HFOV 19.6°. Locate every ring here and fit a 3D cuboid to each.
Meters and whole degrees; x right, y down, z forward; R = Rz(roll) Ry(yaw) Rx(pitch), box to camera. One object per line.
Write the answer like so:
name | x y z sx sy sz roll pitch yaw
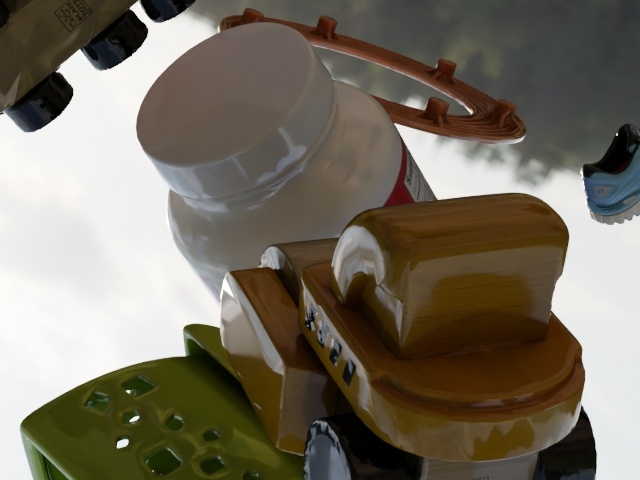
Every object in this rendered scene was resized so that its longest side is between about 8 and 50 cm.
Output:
ring | 0.057 -0.176 1.907 0.337 0.032 0.336 19 -164 -6

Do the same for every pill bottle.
pill bottle | 0.000 0.000 1.726 0.229 0.229 0.407 40 168 48

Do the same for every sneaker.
sneaker | 0.312 -0.083 1.730 0.073 0.162 0.063 61 167 -26

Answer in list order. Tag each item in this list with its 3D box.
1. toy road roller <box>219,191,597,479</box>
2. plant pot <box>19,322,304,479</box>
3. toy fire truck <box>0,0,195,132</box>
toy road roller | 0.070 0.051 1.361 0.203 0.240 0.329 -6 -148 -21
plant pot | -0.101 0.221 1.610 0.227 0.207 0.228 40 154 28
toy fire truck | -0.247 -0.235 1.565 0.158 0.217 0.246 51 175 -29
